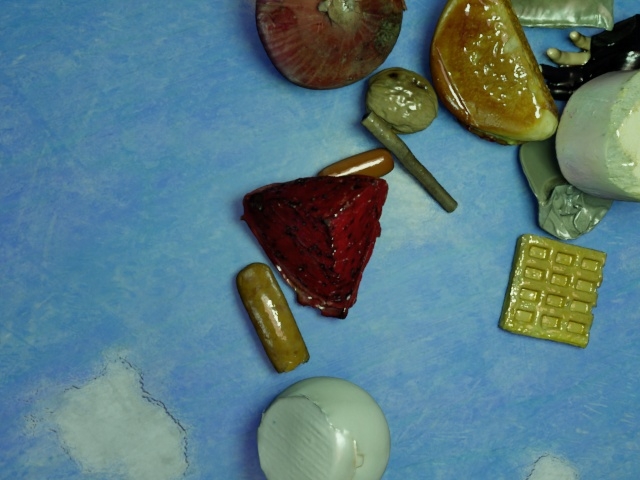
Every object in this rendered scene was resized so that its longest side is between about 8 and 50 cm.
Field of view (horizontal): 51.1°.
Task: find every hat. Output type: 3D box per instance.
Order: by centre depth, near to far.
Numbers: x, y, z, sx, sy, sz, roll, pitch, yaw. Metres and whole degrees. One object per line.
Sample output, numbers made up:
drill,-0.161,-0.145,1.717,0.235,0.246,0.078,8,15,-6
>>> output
hat,0.594,-0.133,1.657,0.214,0.149,0.245,-11,52,-9

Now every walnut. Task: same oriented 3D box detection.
walnut,0.195,-0.328,1.590,0.184,0.155,0.155,18,87,-4

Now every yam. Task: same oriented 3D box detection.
yam,0.217,-0.184,1.592,0.327,0.045,0.045,42,43,-21

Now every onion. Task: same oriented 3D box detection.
onion,0.023,-0.519,1.519,0.353,0.353,0.354,0,88,-4

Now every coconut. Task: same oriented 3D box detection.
coconut,0.685,-0.232,1.485,0.297,0.309,0.297,-2,101,-8

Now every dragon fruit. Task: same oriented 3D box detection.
dragon fruit,0.005,-0.006,1.586,0.228,0.286,0.329,-47,135,-37

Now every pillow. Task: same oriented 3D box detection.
pillow,0.564,-0.589,1.621,0.302,0.075,0.185,6,74,17

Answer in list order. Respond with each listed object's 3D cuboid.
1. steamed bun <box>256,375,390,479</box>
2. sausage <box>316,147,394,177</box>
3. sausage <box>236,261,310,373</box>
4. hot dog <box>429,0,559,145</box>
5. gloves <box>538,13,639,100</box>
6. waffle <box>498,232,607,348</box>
steamed bun,0.030,0.452,1.513,0.309,0.309,0.309,0,88,-4
sausage,0.084,-0.168,1.613,0.197,0.076,0.076,-21,90,-4
sausage,-0.117,0.180,1.579,0.109,0.109,0.270,-24,87,-4
hot dog,0.387,-0.396,1.573,0.223,0.185,0.405,-24,92,27
gloves,0.663,-0.421,1.624,0.301,0.152,0.197,-11,56,7
waffle,0.572,0.124,1.652,0.221,0.055,0.248,14,88,-4
